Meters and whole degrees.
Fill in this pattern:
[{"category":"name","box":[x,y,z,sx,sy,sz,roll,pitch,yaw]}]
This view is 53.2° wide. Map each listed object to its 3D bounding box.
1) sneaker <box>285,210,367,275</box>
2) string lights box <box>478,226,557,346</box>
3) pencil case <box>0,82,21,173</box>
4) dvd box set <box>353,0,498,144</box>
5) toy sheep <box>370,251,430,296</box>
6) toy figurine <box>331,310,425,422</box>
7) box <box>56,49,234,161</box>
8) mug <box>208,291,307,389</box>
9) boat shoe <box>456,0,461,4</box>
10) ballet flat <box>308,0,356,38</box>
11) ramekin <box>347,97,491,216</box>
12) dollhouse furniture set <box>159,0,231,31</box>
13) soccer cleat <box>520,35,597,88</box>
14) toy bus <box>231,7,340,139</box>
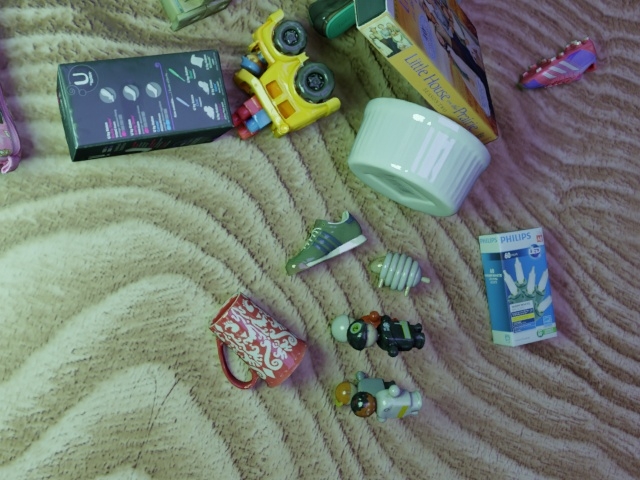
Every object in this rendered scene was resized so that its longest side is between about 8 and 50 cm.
[{"category":"sneaker","box":[0.000,0.000,1.318,0.192,0.064,0.086,-24,89,-23]},{"category":"string lights box","box":[0.463,0.106,1.501,0.133,0.077,0.260,-9,91,-22]},{"category":"pencil case","box":[-0.602,-0.282,1.019,0.160,0.167,0.386,-17,95,-56]},{"category":"dvd box set","box":[0.197,-0.396,1.187,0.420,0.062,0.308,31,48,-45]},{"category":"toy sheep","box":[0.171,0.070,1.370,0.132,0.091,0.091,17,80,3]},{"category":"toy figurine","box":[0.103,0.248,1.269,0.148,0.213,0.209,3,89,-14]},{"category":"box","box":[-0.314,-0.237,1.134,0.270,0.165,0.143,-13,93,-24]},{"category":"mug","box":[-0.134,0.200,1.223,0.169,0.113,0.150,44,70,-12]},{"category":"boat shoe","box":[0.256,-0.508,1.438,0.114,0.091,0.302,31,72,-52]},{"category":"ballet flat","box":[0.094,-0.529,1.360,0.280,0.095,0.096,-30,63,-17]},{"category":"ramekin","box":[0.190,-0.159,1.296,0.277,0.277,0.135,29,84,-20]},{"category":"dollhouse furniture set","box":[-0.230,-0.496,1.172,0.129,0.183,0.129,-33,100,-21]},{"category":"soccer cleat","box":[0.601,-0.422,1.588,0.248,0.083,0.095,-34,105,-24]},{"category":"toy bus","box":[-0.098,-0.306,1.257,0.211,0.149,0.220,-33,98,-5]}]
